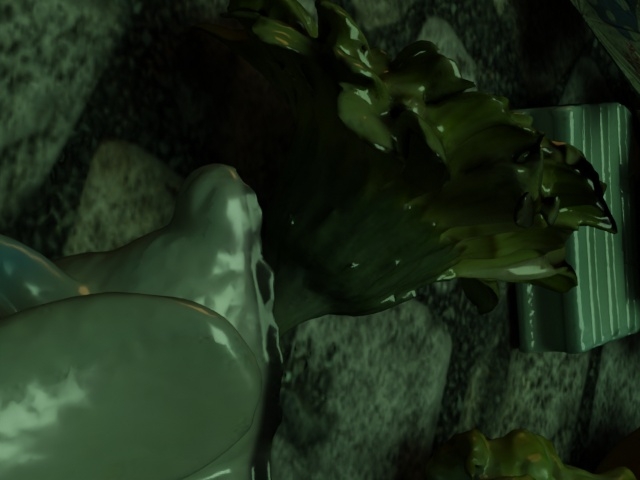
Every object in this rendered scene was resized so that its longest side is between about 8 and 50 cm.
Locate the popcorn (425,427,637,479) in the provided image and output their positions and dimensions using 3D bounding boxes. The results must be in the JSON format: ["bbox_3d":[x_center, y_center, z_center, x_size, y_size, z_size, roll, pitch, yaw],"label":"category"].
[{"bbox_3d":[0.153,0.246,1.263,0.221,0.184,0.204,20,106,-54],"label":"popcorn"}]

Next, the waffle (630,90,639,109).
[{"bbox_3d":[0.315,-0.019,1.515,0.262,0.060,0.280,14,70,-74],"label":"waffle"}]

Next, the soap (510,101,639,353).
[{"bbox_3d":[0.209,-0.013,1.419,0.119,0.067,0.198,-11,99,-55],"label":"soap"}]

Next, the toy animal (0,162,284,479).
[{"bbox_3d":[-0.150,0.093,0.853,0.289,0.249,0.174,-20,71,-15],"label":"toy animal"}]

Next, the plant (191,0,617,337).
[{"bbox_3d":[0.039,-0.019,1.041,0.306,0.261,0.297,49,53,-27],"label":"plant"}]

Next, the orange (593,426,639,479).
[{"bbox_3d":[0.318,0.273,1.479,0.249,0.183,0.249,25,55,-40],"label":"orange"}]

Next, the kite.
[{"bbox_3d":[0.275,-0.177,1.444,0.314,0.011,0.335,37,32,-17],"label":"kite"}]
